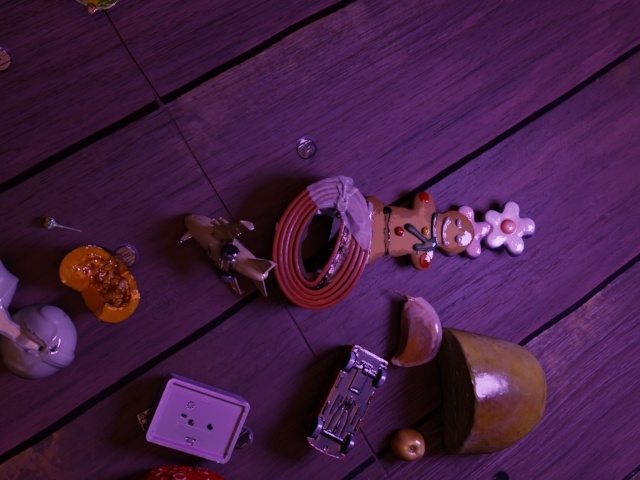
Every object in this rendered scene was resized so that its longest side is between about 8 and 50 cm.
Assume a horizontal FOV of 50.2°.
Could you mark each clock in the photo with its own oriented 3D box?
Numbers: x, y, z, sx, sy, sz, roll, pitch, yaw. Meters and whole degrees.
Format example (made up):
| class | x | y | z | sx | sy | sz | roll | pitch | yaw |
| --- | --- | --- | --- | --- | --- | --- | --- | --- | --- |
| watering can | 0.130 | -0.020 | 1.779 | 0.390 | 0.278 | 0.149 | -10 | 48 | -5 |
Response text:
| class | x | y | z | sx | sy | sz | roll | pitch | yaw |
| --- | --- | --- | --- | --- | --- | --- | --- | --- | --- |
| clock | -0.278 | 0.399 | 1.533 | 0.197 | 0.063 | 0.150 | 23 | 86 | -18 |

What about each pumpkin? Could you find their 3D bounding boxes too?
| class | x | y | z | sx | sy | sz | roll | pitch | yaw |
| --- | --- | --- | --- | --- | --- | --- | --- | --- | --- |
| pumpkin | -0.471 | 0.085 | 1.474 | 0.119 | 0.107 | 0.183 | -37 | 106 | -7 |

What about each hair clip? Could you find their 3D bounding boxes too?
| class | x | y | z | sx | sy | sz | roll | pitch | yaw |
| --- | --- | --- | --- | --- | --- | --- | --- | --- | --- |
| hair clip | 0.424 | -0.025 | 1.765 | 0.257 | 0.075 | 0.146 | -3 | 94 | -12 |

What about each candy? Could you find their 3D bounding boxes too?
| class | x | y | z | sx | sy | sz | roll | pitch | yaw |
| --- | --- | --- | --- | --- | --- | --- | --- | --- | --- |
| candy | -0.565 | -0.032 | 1.497 | 0.083 | 0.025 | 0.023 | 13 | 113 | -24 |

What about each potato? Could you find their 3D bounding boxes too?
| class | x | y | z | sx | sy | sz | roll | pitch | yaw |
| --- | --- | --- | --- | --- | --- | --- | --- | --- | --- |
| potato | 0.454 | 0.376 | 1.684 | 0.280 | 0.213 | 0.330 | -3 | 90 | -16 |

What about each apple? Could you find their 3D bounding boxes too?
| class | x | y | z | sx | sy | sz | roll | pitch | yaw |
| --- | --- | --- | --- | --- | --- | --- | --- | --- | --- |
| apple | 0.215 | 0.502 | 1.681 | 0.084 | 0.071 | 0.084 | 1 | 87 | -15 |

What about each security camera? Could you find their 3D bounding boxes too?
| class | x | y | z | sx | sy | sz | roll | pitch | yaw |
| --- | --- | --- | --- | --- | --- | --- | --- | --- | --- |
| security camera | -0.623 | 0.172 | 1.385 | 0.277 | 0.191 | 0.197 | 35 | 74 | -15 |

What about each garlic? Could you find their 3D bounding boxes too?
| class | x | y | z | sx | sy | sz | roll | pitch | yaw |
| --- | --- | --- | --- | --- | --- | --- | --- | --- | --- |
| garlic | 0.234 | 0.212 | 1.692 | 0.128 | 0.090 | 0.198 | -1 | 93 | -4 |

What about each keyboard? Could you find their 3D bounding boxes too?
| class | x | y | z | sx | sy | sz | roll | pitch | yaw |
| --- | --- | --- | --- | --- | --- | --- | --- | --- | --- |
| keyboard | -0.337 | 0.383 | 1.553 | 0.155 | 0.010 | 0.053 | -24 | 96 | -16 |

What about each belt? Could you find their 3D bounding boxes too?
| class | x | y | z | sx | sy | sz | roll | pitch | yaw |
| --- | --- | --- | --- | --- | --- | --- | --- | --- | --- |
| belt | 0.000 | 0.000 | 1.595 | 0.227 | 0.115 | 0.324 | 15 | 85 | -6 |

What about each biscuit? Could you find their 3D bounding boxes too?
| class | x | y | z | sx | sy | sz | roll | pitch | yaw |
| --- | --- | --- | --- | --- | --- | --- | --- | --- | --- |
| biscuit | 0.235 | -0.024 | 1.693 | 0.301 | 0.049 | 0.197 | 3 | 89 | -7 |

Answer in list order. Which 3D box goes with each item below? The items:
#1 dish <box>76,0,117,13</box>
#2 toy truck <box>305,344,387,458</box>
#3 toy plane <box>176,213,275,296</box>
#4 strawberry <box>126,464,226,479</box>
| class | x | y | z | sx | sy | sz | roll | pitch | yaw |
| --- | --- | --- | --- | --- | --- | --- | --- | --- | --- |
| dish | -0.493 | -0.588 | 1.503 | 0.148 | 0.080 | 0.208 | 10 | 84 | -20 |
| toy truck | 0.054 | 0.377 | 1.616 | 0.107 | 0.114 | 0.253 | 31 | 79 | -15 |
| toy plane | -0.212 | 0.019 | 1.527 | 0.256 | 0.242 | 0.104 | 28 | 50 | 13 |
| strawberry | -0.314 | 0.595 | 1.446 | 0.277 | 0.257 | 0.257 | 19 | 82 | 15 |
